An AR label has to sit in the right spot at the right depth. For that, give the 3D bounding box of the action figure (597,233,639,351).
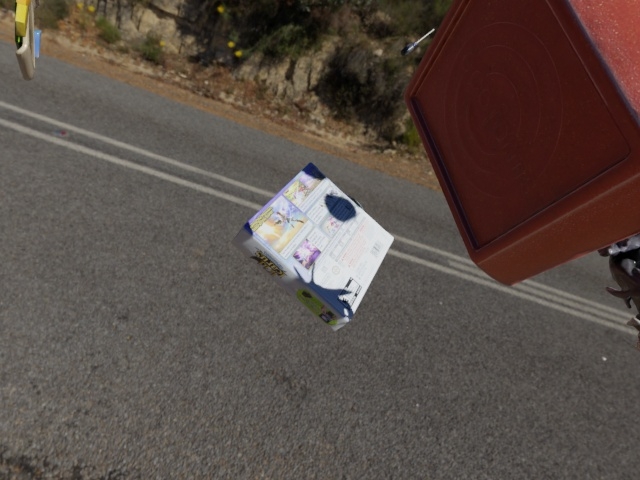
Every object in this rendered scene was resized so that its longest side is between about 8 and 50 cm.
[{"bbox_3d":[0.362,0.069,0.406,0.164,0.275,0.141,-9,-4,-38],"label":"action figure"}]

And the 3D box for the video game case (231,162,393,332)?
[{"bbox_3d":[0.000,0.000,0.837,0.244,0.061,0.269,43,42,-5],"label":"video game case"}]

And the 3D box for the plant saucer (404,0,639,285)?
[{"bbox_3d":[0.157,-0.106,0.360,0.048,0.259,0.258,-13,73,-15],"label":"plant saucer"}]

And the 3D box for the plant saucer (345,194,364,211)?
[{"bbox_3d":[0.065,-0.056,1.051,0.119,0.119,0.021,36,37,22],"label":"plant saucer"}]

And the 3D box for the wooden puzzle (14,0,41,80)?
[{"bbox_3d":[-0.245,-0.179,0.358,0.014,0.078,0.116,5,-10,-29],"label":"wooden puzzle"}]

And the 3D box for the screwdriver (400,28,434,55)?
[{"bbox_3d":[0.317,-0.637,1.382,0.170,0.024,0.025,-38,84,-21],"label":"screwdriver"}]
